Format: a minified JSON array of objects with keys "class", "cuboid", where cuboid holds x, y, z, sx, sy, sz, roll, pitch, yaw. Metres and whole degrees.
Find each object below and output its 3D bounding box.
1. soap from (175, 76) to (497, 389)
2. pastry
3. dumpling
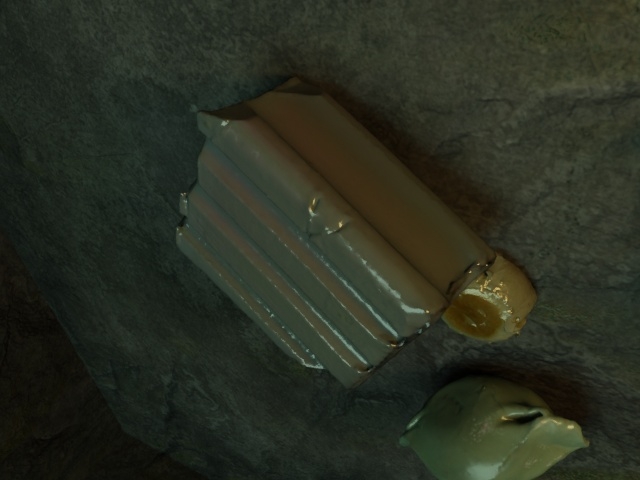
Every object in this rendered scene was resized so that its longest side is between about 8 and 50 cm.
[{"class":"soap","cuboid":[0.000,0.000,0.994,0.435,0.213,0.350,44,140,13]},{"class":"pastry","cuboid":[0.271,0.097,1.046,0.166,0.088,0.165,21,140,18]},{"class":"dumpling","cuboid":[0.331,0.358,1.199,0.321,0.270,0.211,25,125,56]}]
